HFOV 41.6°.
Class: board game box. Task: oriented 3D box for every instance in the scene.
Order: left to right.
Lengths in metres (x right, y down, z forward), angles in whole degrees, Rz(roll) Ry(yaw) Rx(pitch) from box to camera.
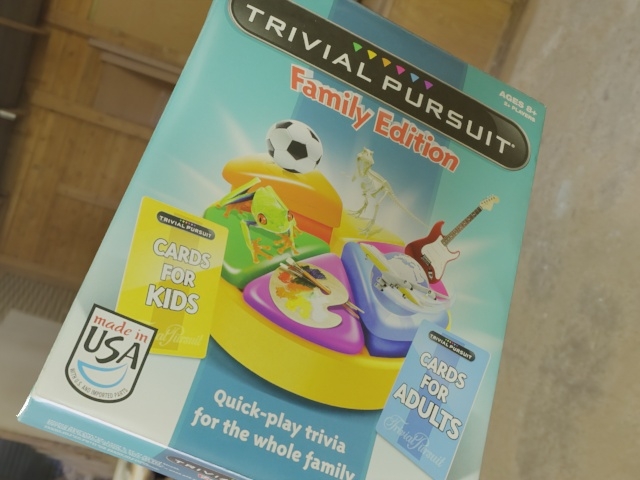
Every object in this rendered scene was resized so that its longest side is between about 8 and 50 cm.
[{"bbox_3d":[0.000,0.000,0.546,0.079,0.254,0.336,-42,27,58],"label":"board game box"}]
